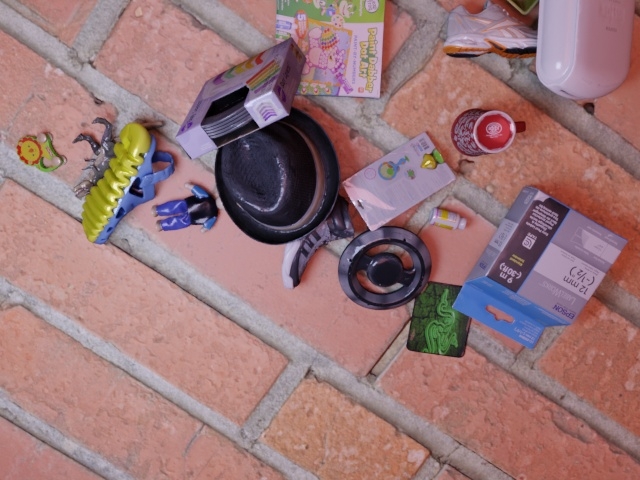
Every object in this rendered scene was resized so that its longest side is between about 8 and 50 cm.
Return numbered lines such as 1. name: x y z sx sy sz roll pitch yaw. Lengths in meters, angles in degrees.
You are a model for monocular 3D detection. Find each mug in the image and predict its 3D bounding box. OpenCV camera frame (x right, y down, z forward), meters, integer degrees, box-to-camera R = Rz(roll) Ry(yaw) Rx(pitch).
1. mug: 0.381 -0.255 1.293 0.150 0.169 0.113 -36 97 6

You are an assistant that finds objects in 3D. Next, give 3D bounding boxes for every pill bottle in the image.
1. pill bottle: 0.308 -0.050 1.393 0.083 0.043 0.043 15 100 -3

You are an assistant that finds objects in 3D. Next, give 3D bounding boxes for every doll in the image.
1. doll: -0.309 -0.077 1.390 0.189 0.046 0.129 -12 101 3

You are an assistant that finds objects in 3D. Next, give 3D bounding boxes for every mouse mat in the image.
1. mouse mat: 0.305 0.200 1.457 0.153 0.007 0.189 8 101 -1

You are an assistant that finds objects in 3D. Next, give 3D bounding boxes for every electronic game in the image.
1. electronic game: 0.156 0.070 1.396 0.229 0.048 0.229 -2 117 -4

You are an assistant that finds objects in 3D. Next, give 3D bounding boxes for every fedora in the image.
1. fedora: -0.121 -0.158 1.271 0.334 0.152 0.334 -1 85 17

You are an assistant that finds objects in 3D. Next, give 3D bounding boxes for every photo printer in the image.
1. photo printer: 0.572 -0.461 1.235 0.256 0.107 0.307 -7 102 -37

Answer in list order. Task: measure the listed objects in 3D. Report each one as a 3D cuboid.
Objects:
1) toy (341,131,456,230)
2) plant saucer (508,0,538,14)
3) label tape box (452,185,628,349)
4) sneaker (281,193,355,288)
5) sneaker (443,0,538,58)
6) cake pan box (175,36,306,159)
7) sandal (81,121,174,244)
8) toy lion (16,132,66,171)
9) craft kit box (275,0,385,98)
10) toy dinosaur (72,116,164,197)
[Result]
1. toy: 0.184 -0.138 1.369 0.237 0.056 0.137 -32 84 -1
2. plant saucer: 0.447 -0.635 1.288 0.188 0.045 0.188 39 98 -6
3. label tape box: 0.517 0.081 1.381 0.249 0.115 0.347 29 97 -6
4. sneaker: 0.000 0.000 1.372 0.153 0.101 0.268 14 97 0
5. sneaker: 0.411 -0.480 1.294 0.263 0.099 0.121 1 93 -3
6. cake pan box: -0.164 -0.299 1.212 0.246 0.267 0.070 -20 126 26
7. sandal: -0.447 -0.115 1.350 0.317 0.138 0.126 -51 52 18
8. toy lion: -0.675 -0.207 1.378 0.096 0.034 0.100 -27 99 12
9. craft kit box: 0.020 -0.455 1.319 0.247 0.061 0.249 1 100 -3
10. toy dinosaur: -0.506 -0.224 1.358 0.268 0.064 0.118 -42 112 6
